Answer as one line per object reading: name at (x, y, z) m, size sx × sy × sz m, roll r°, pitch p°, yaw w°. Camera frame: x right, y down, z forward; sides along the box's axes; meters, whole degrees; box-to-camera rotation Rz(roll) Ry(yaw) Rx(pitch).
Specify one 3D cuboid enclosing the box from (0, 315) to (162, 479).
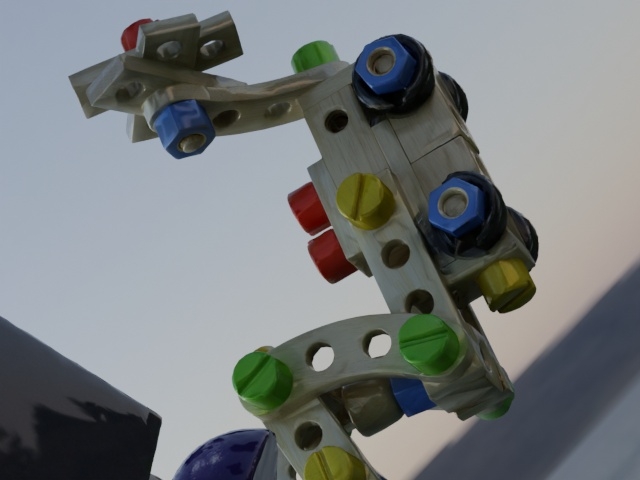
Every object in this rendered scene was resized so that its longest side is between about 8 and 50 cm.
box at (-0.141, 0.071, 0.398) m, size 0.158 × 0.156 × 0.093 m, roll -49°, pitch 16°, yaw 27°

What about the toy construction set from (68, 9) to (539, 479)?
toy construction set at (0.000, 0.000, 1.130) m, size 0.215 × 0.328 × 0.151 m, roll -31°, pitch -14°, yaw 12°

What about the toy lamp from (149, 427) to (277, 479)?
toy lamp at (-0.156, 0.078, 0.659) m, size 0.080 × 0.274 × 0.080 m, roll 10°, pitch -90°, yaw -81°
